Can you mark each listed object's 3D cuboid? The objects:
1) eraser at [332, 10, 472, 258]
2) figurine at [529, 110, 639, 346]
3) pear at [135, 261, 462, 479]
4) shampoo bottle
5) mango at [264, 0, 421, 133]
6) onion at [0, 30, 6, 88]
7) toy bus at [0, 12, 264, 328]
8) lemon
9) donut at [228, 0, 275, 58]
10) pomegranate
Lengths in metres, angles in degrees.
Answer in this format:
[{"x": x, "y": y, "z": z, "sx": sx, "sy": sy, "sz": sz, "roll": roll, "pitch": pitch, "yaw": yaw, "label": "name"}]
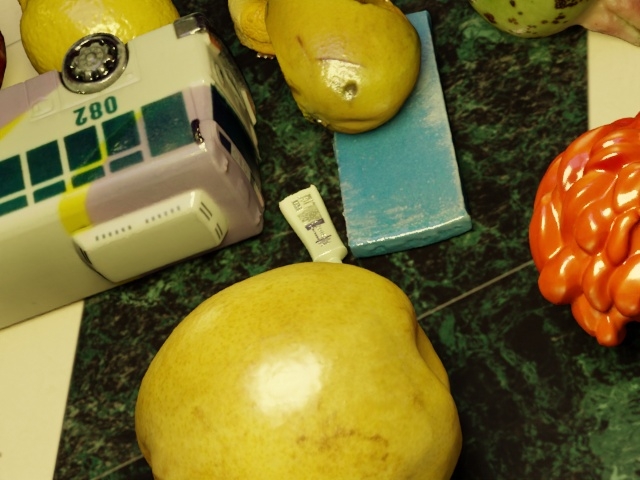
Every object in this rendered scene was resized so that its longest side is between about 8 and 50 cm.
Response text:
[{"x": 0.084, "y": -0.127, "z": 1.771, "sx": 0.144, "sy": 0.042, "sz": 0.311, "roll": -14, "pitch": 57, "yaw": 8, "label": "eraser"}, {"x": 0.421, "y": 0.001, "z": 1.501, "sx": 0.412, "sy": 0.241, "sz": 0.306, "roll": 25, "pitch": 93, "yaw": 10, "label": "figurine"}, {"x": -0.020, "y": 0.175, "z": 1.469, "sx": 0.314, "sy": 0.314, "sz": 0.314, "roll": -8, "pitch": 58, "yaw": 13, "label": "pear"}, {"x": 0.000, "y": 0.000, "z": 1.725, "sx": 0.049, "sy": 0.034, "sz": 0.141, "roll": -24, "pitch": 56, "yaw": -6, "label": "shampoo bottle"}, {"x": 0.020, "y": -0.242, "z": 1.751, "sx": 0.167, "sy": 0.130, "sz": 0.262, "roll": -20, "pitch": 60, "yaw": -6, "label": "mango"}, {"x": -0.507, "y": -0.212, "z": 1.926, "sx": 0.246, "sy": 0.190, "sz": 0.246, "roll": -16, "pitch": 61, "yaw": 31, "label": "onion"}, {"x": -0.285, "y": -0.065, "z": 1.749, "sx": 0.440, "sy": 0.209, "sz": 0.249, "roll": -20, "pitch": 57, "yaw": 6, "label": "toy bus"}, {"x": -0.270, "y": -0.258, "z": 1.879, "sx": 0.244, "sy": 0.187, "sz": 0.187, "roll": 30, "pitch": 71, "yaw": 10, "label": "lemon"}, {"x": -0.037, "y": -0.301, "z": 1.898, "sx": 0.181, "sy": 0.078, "sz": 0.146, "roll": 6, "pitch": 59, "yaw": 23, "label": "donut"}, {"x": 0.291, "y": -0.315, "z": 1.748, "sx": 0.248, "sy": 0.214, "sz": 0.214, "roll": 38, "pitch": 73, "yaw": -2, "label": "pomegranate"}]
